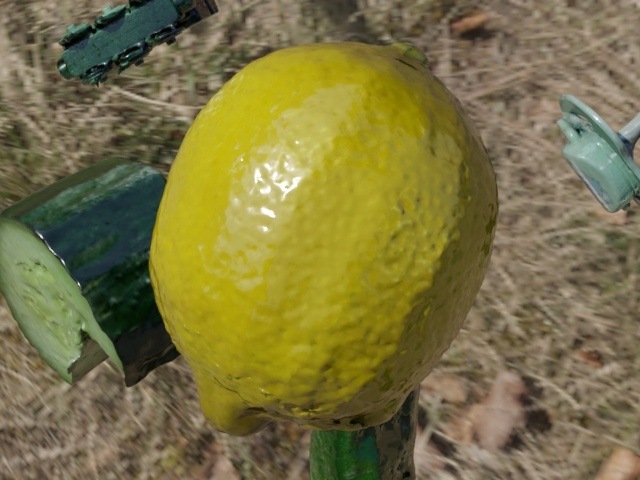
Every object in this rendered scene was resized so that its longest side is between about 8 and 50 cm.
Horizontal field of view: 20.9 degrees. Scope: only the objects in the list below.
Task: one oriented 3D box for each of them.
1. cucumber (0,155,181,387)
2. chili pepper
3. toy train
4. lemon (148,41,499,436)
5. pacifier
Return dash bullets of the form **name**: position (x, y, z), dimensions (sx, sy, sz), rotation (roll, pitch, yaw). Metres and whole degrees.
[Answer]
- **cucumber**: position (-0.194, 0.030, 1.478), dimensions (0.130, 0.191, 0.191), rotation (-26, 103, -35)
- **chili pepper**: position (0.041, 0.204, 1.560), dimensions (0.099, 0.136, 0.270), rotation (6, 114, 7)
- **toy train**: position (-0.195, -0.219, 1.811), dimensions (0.170, 0.111, 0.071), rotation (-26, 96, 21)
- **lemon**: position (0.000, 0.000, 1.279), dimensions (0.245, 0.245, 0.320), rotation (23, 93, -18)
- **pacifier**: position (0.279, -0.090, 1.568), dimensions (0.116, 0.127, 0.150), rotation (-43, 102, -4)
